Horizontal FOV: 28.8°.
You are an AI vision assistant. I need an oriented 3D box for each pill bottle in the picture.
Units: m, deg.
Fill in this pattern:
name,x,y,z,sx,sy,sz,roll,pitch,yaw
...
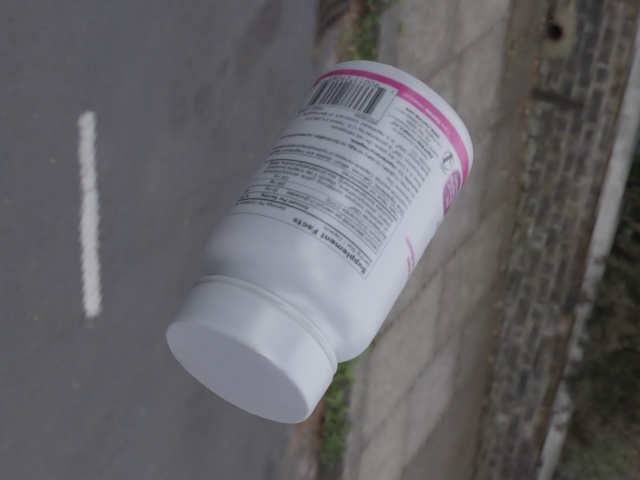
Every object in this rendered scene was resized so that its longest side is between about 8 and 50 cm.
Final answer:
name,x,y,z,sx,sy,sz,roll,pitch,yaw
pill bottle,0.000,0.000,1.044,0.283,0.160,0.160,-57,155,-27
